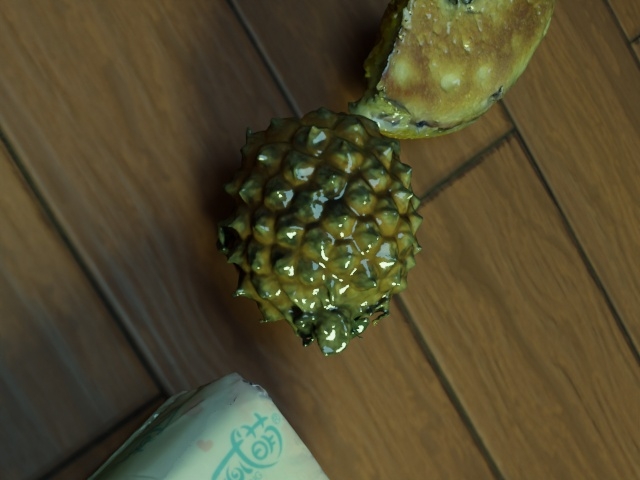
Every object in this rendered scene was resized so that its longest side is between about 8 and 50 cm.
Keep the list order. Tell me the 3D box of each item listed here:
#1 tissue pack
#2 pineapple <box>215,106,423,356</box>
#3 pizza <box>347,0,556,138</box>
[{"bbox_3d":[-0.102,0.248,0.765,0.271,0.124,0.201,-44,107,-38],"label":"tissue pack"},{"bbox_3d":[0.000,0.000,0.889,0.166,0.166,0.193,15,55,-33],"label":"pineapple"},{"bbox_3d":[0.125,-0.191,1.088,0.305,0.086,0.161,-35,120,-36],"label":"pizza"}]
